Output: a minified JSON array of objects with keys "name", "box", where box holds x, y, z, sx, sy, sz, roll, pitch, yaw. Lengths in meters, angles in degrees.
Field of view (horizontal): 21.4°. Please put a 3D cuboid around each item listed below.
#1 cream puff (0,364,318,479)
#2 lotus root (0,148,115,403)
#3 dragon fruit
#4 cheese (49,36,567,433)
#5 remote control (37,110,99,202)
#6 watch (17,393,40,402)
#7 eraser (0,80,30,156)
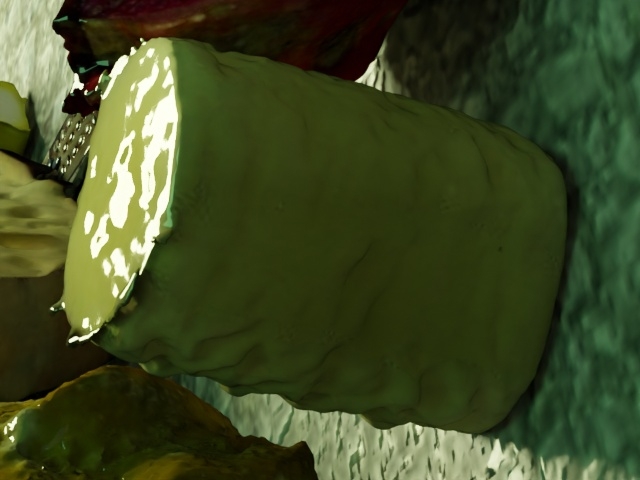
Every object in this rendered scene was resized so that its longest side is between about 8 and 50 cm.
[{"name":"cream puff","box":[-0.060,0.170,0.616,0.244,0.196,0.244,-26,59,55]},{"name":"lotus root","box":[-0.292,0.024,0.921,0.390,0.375,0.111,-92,2,-73]},{"name":"dragon fruit","box":[-0.015,-0.138,0.709,0.189,0.163,0.261,-12,49,39]},{"name":"cheese","box":[0.000,0.000,0.614,0.094,0.167,0.123,-12,67,60]},{"name":"remote control","box":[-0.160,-0.029,1.048,0.212,0.028,0.059,-55,32,32]},{"name":"watch","box":[-0.346,0.203,0.967,0.314,0.327,0.335,36,109,59]},{"name":"eraser","box":[-0.311,-0.028,1.174,0.226,0.158,0.069,-57,36,30]}]
